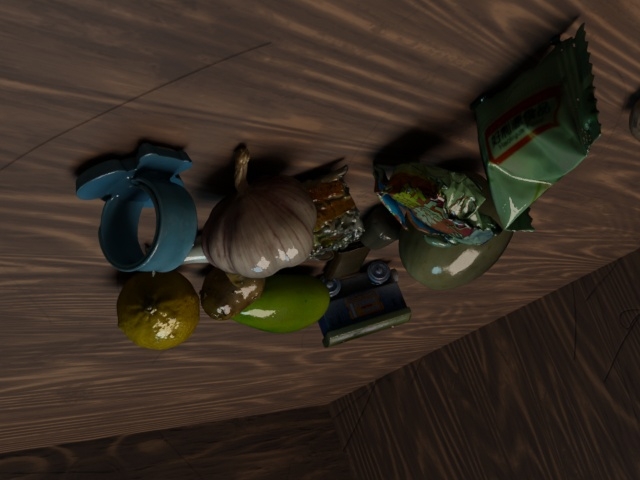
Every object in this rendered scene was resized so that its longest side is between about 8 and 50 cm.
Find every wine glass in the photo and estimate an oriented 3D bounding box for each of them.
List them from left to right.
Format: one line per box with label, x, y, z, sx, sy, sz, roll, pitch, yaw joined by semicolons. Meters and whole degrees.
wine glass;-0.304;0.030;1.830;0.155;0.072;0.072;-13;160;-15

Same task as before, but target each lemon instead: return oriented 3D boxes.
lemon;-0.376;0.158;1.922;0.192;0.192;0.231;-20;169;0

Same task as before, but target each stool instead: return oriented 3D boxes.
stool;0.151;-0.029;2.081;0.096;0.096;0.110;-7;162;-32

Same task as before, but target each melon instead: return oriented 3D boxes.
melon;0.325;-0.028;1.991;0.308;0.271;0.272;-55;167;-15

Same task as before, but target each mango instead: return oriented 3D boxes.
mango;-0.124;0.172;2.259;0.343;0.156;0.192;3;145;-44

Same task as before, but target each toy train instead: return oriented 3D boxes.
toy train;0.112;0.185;2.448;0.299;0.202;0.131;-15;161;-15

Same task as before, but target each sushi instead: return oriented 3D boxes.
sushi;-0.011;-0.045;1.810;0.184;0.139;0.274;-11;165;-30

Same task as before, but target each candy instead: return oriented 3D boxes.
candy;0.429;-0.210;1.614;0.172;0.263;0.398;-1;155;-19

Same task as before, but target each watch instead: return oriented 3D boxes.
watch;-0.302;-0.045;1.450;0.211;0.193;0.211;-18;163;-6

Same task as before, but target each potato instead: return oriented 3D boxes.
potato;-0.221;0.119;2.066;0.176;0.137;0.137;-34;162;-7

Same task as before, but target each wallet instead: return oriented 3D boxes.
wallet;0.076;0.053;2.317;0.110;0.031;0.198;-15;160;-16

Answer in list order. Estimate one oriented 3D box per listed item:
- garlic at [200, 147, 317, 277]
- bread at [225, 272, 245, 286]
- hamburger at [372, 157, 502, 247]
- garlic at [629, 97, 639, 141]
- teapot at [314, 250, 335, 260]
garlic;-0.129;-0.067;1.601;0.245;0.245;0.253;-19;126;-2
bread;-0.181;0.010;1.848;0.088;0.128;0.232;18;156;-2
hamburger;0.259;-0.099;1.781;0.276;0.150;0.260;35;161;-27
garlic;0.841;-0.296;1.951;0.227;0.152;0.228;-21;157;-9
teapot;0.000;0.000;2.061;0.076;0.068;0.121;-6;145;25
